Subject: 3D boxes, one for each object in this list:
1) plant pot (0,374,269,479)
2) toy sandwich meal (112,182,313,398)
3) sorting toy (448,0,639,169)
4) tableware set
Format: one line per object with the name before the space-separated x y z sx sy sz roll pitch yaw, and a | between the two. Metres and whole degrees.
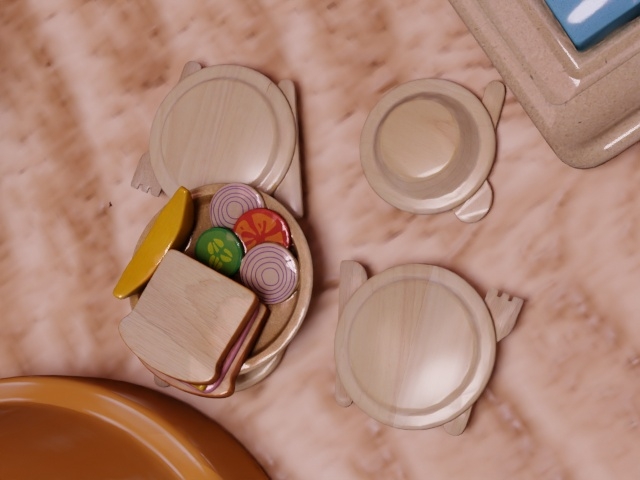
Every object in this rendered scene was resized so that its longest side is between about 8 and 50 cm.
plant pot | -0.125 0.148 0.598 0.205 0.188 0.205 -2 83 16
toy sandwich meal | -0.044 0.017 0.653 0.086 0.029 0.085 -3 81 17
sorting toy | 0.161 -0.201 0.637 0.307 0.041 0.229 -35 75 9
tableware set | 0.000 0.000 0.670 0.169 0.020 0.141 5 84 18
